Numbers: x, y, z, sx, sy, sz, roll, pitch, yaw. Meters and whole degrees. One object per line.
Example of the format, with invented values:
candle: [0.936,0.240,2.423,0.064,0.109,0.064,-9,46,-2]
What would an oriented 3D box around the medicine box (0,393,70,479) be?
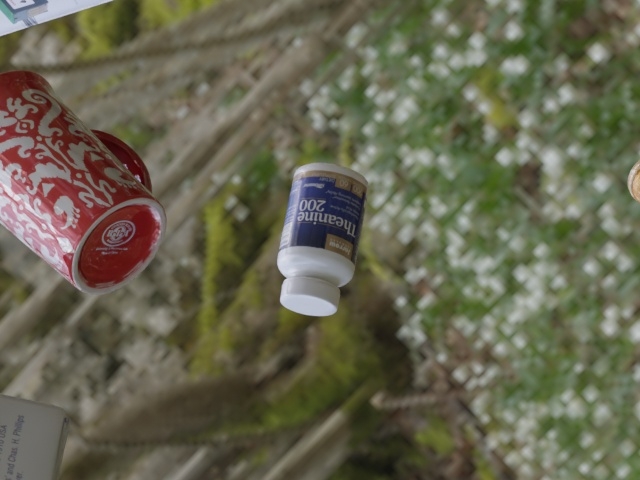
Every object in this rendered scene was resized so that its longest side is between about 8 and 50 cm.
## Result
medicine box: [-0.366,0.203,1.472,0.289,0.263,0.149,15,-117,-14]

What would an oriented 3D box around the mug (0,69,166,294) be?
mug: [-0.192,-0.051,1.520,0.150,0.113,0.169,-31,-127,-27]

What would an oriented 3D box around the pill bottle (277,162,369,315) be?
pill bottle: [0.000,0.000,1.650,0.067,0.067,0.120,28,-117,-38]

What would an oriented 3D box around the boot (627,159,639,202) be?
boot: [0.455,-0.003,1.846,0.295,0.104,0.211,-1,-134,-5]

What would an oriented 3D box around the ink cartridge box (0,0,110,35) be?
ink cartridge box: [-0.279,-0.304,2.008,0.092,0.219,0.160,57,-142,-29]
